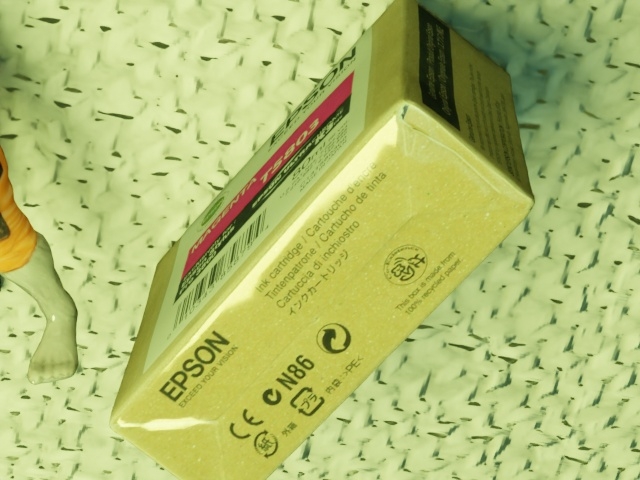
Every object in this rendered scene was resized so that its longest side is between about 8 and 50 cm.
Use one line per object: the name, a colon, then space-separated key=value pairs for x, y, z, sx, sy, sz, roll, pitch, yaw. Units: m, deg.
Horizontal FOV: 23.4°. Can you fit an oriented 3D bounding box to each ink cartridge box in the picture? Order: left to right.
ink cartridge box: x=0.000 y=0.000 z=0.826 sx=0.088 sy=0.193 sz=0.234 roll=37 pitch=110 yaw=-14

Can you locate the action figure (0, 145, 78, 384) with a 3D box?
action figure: x=-0.274 y=-0.098 z=0.832 sx=0.341 sy=0.178 sz=0.330 roll=7 pitch=112 yaw=27
